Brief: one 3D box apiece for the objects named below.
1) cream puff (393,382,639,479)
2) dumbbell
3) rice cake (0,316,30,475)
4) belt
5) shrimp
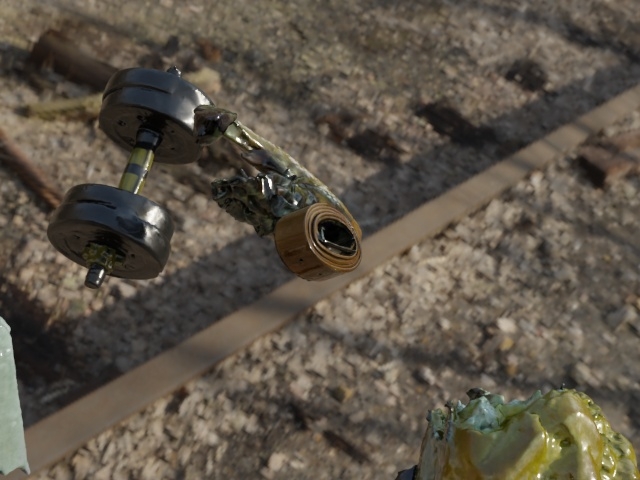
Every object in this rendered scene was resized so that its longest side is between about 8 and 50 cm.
[{"bbox_3d":[0.121,0.147,0.639,0.156,0.156,0.121,5,71,-30],"label":"cream puff"},{"bbox_3d":[-0.279,-0.101,1.626,0.185,0.185,0.388,21,64,-12],"label":"dumbbell"},{"bbox_3d":[-0.359,0.164,1.140,0.069,0.206,0.063,18,28,33],"label":"rice cake"},{"bbox_3d":[0.000,0.000,0.837,0.083,0.036,0.059,14,61,-57],"label":"belt"},{"bbox_3d":[-0.066,-0.079,1.279,0.272,0.085,0.445,46,9,6],"label":"shrimp"}]
